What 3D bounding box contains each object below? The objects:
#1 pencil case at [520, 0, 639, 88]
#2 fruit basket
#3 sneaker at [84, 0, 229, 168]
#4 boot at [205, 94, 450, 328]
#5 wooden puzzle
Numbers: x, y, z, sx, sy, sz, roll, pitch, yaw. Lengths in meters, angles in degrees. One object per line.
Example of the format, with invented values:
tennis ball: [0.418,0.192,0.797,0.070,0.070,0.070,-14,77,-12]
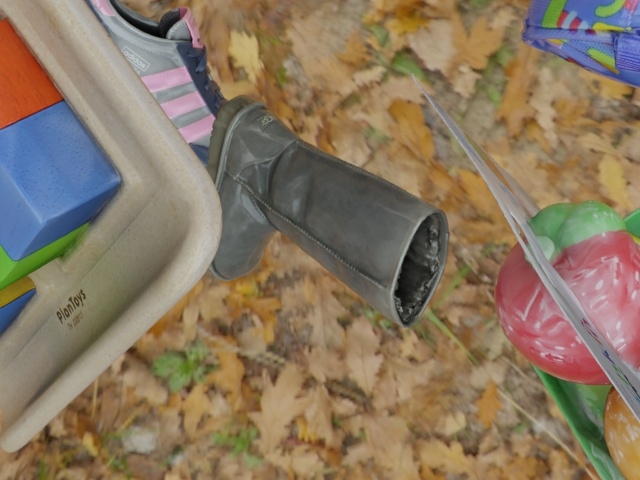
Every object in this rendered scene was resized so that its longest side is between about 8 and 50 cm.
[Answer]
pencil case: [0.155,-0.210,0.486,0.119,0.133,0.306,10,102,20]
fruit basket: [0.218,0.061,0.853,0.165,0.327,0.353,-35,140,9]
sneaker: [-0.143,-0.162,1.283,0.319,0.112,0.131,34,103,-29]
boot: [-0.002,0.002,0.954,0.208,0.076,0.190,32,139,25]
wooden puzzle: [-0.220,-0.067,0.653,0.080,0.322,0.348,-28,83,-36]
